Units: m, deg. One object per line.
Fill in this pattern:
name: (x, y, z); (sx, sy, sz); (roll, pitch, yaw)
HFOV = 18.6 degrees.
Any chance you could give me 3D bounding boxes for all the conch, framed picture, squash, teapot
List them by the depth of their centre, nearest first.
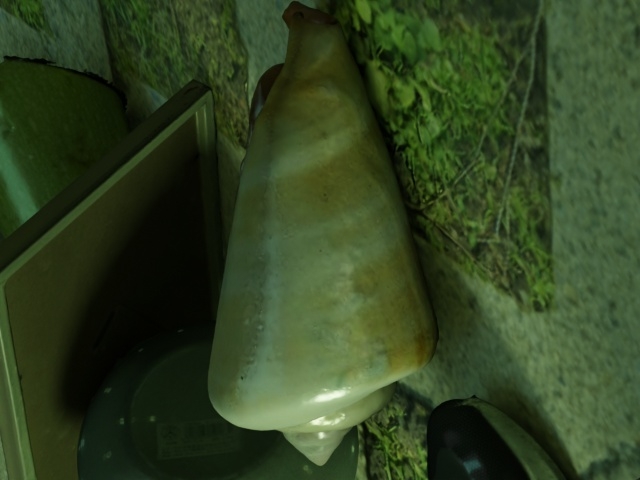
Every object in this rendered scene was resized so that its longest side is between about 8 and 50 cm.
conch: (0.011, 0.003, 1.096); (0.158, 0.127, 0.255); (-89, 8, -73)
framed picture: (-0.135, 0.075, 1.321); (0.024, 0.232, 0.315); (22, 135, 26)
teapot: (-0.059, 0.176, 1.324); (0.183, 0.183, 0.251); (53, 165, 31)
squash: (-0.159, 0.001, 1.424); (0.287, 0.137, 0.137); (63, 157, 5)

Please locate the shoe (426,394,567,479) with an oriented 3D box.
shoe: (0.094, 0.203, 1.065); (0.227, 0.112, 0.099); (67, 159, -3)

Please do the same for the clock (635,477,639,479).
clock: (0.195, 0.171, 0.873); (0.172, 0.064, 0.198); (52, 153, 32)

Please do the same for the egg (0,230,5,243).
egg: (-0.279, -0.038, 1.581); (0.232, 0.176, 0.176); (38, 144, 54)
